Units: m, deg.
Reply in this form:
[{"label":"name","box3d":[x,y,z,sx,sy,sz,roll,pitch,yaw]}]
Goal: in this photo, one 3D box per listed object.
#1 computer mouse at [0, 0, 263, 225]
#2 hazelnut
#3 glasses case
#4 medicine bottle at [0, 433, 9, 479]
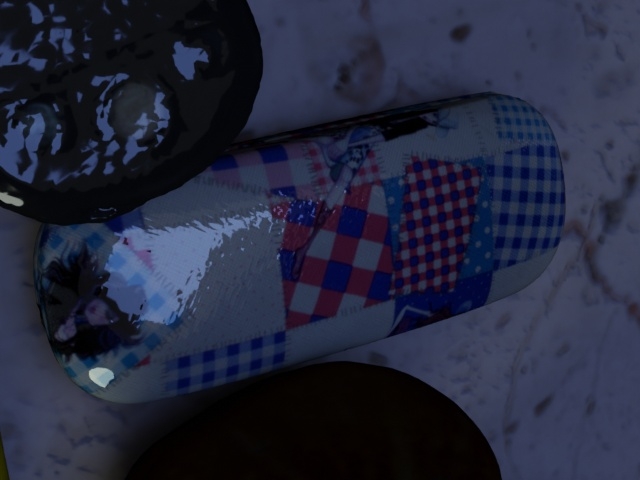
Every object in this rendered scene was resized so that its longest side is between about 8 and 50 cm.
[{"label":"computer mouse","box3d":[-0.142,-0.143,0.690,0.170,0.100,0.269,-27,104,-27]},{"label":"hazelnut","box3d":[-0.003,0.168,0.748,0.230,0.229,0.229,-4,99,-27]},{"label":"glasses case","box3d":[0.000,0.000,0.800,0.327,0.076,0.125,-14,105,-25]},{"label":"medicine bottle","box3d":[-0.198,0.207,0.727,0.111,0.076,0.308,-13,104,-18]}]
